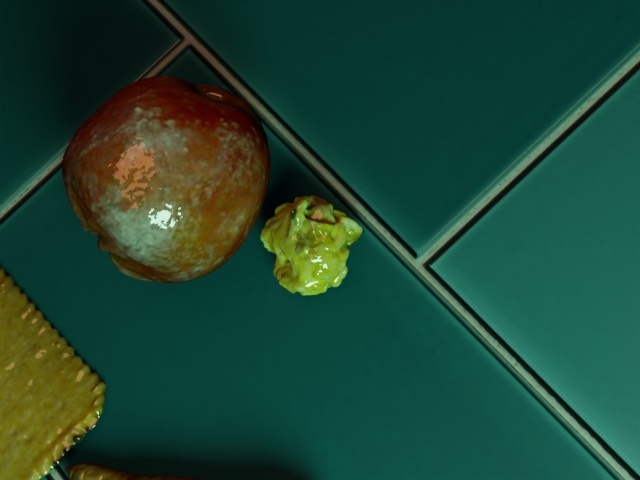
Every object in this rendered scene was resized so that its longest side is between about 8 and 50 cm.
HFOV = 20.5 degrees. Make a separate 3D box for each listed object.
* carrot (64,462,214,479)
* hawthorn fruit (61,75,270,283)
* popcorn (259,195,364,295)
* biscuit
[{"bbox_3d":[-0.100,0.207,1.375,0.248,0.059,0.059,5,68,29],"label":"carrot"},{"bbox_3d":[-0.120,-0.052,1.444,0.173,0.173,0.173,-9,63,19],"label":"hawthorn fruit"},{"bbox_3d":[0.000,0.000,1.433,0.084,0.084,0.084,-9,63,19],"label":"popcorn"},{"bbox_3d":[-0.318,0.149,1.518,0.237,0.013,0.232,-45,57,-3],"label":"biscuit"}]
